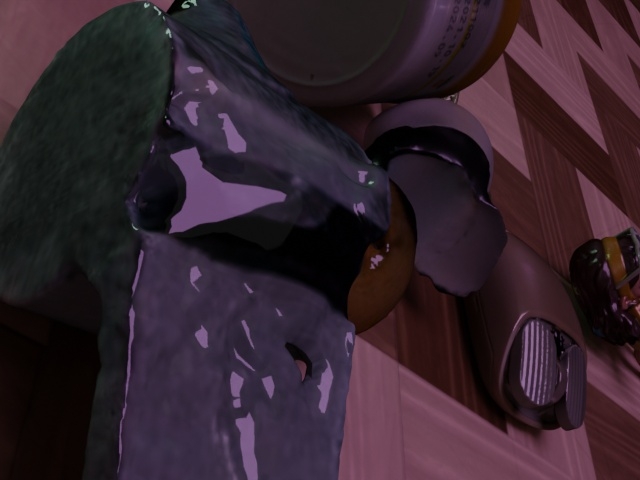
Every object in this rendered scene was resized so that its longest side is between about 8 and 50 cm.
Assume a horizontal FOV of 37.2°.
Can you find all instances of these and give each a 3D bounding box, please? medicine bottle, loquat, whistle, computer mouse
[{"bbox_3d":[0.055,-0.253,0.946,0.238,0.238,0.232,60,31,7],"label":"medicine bottle"},{"bbox_3d":[0.000,0.000,0.720,0.137,0.163,0.163,-42,99,-17],"label":"loquat"},{"bbox_3d":[-0.062,0.023,0.528,0.168,0.188,0.405,28,25,-40],"label":"whistle"},{"bbox_3d":[0.217,0.086,1.010,0.145,0.082,0.236,34,36,-34],"label":"computer mouse"}]

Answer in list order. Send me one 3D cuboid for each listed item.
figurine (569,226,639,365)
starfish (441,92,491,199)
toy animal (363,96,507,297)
[{"bbox_3d":[0.410,0.089,1.246,0.240,0.116,0.175,45,34,-29],"label":"figurine"},{"bbox_3d":[0.151,-0.107,1.130,0.217,0.050,0.223,44,44,-31],"label":"starfish"},{"bbox_3d":[0.106,-0.054,0.946,0.179,0.138,0.166,-77,151,-59],"label":"toy animal"}]
